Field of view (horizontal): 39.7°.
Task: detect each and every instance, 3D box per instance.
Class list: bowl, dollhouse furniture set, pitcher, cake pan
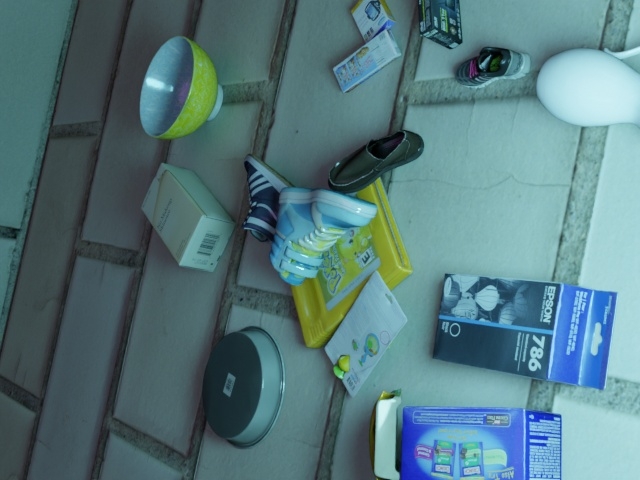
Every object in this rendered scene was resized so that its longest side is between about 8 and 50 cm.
[{"bbox_3d":[-0.366,-0.407,2.468,0.289,0.156,0.290,-19,64,47],"label":"bowl"},{"bbox_3d":[0.069,0.421,1.617,0.151,0.197,0.302,2,82,6],"label":"dollhouse furniture set"},{"bbox_3d":[0.474,-0.263,1.440,0.207,0.125,0.178,24,78,41],"label":"pitcher"},{"bbox_3d":[-0.193,0.347,2.115,0.293,0.054,0.293,-19,65,47],"label":"cake pan"}]

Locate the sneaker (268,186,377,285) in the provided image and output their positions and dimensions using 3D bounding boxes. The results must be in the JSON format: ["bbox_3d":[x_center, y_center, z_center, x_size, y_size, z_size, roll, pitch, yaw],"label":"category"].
[{"bbox_3d":[0.000,0.000,1.853,0.319,0.127,0.208,9,85,62],"label":"sneaker"}]

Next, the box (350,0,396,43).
[{"bbox_3d":[0.121,-0.501,2.003,0.081,0.028,0.136,-45,50,33],"label":"box"}]

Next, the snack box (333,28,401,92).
[{"bbox_3d":[0.102,-0.400,1.981,0.178,0.022,0.064,-29,82,43],"label":"snack box"}]

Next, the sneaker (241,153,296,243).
[{"bbox_3d":[-0.142,-0.096,2.118,0.153,0.099,0.282,-53,41,5],"label":"sneaker"}]

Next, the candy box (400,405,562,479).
[{"bbox_3d":[0.262,0.441,1.475,0.268,0.122,0.317,-10,71,48],"label":"candy box"}]

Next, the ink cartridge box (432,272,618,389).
[{"bbox_3d":[0.339,0.148,1.515,0.332,0.065,0.166,2,80,50],"label":"ink cartridge box"}]

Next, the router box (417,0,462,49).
[{"bbox_3d":[0.241,-0.459,1.790,0.038,0.092,0.123,-22,63,46],"label":"router box"}]

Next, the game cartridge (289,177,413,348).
[{"bbox_3d":[0.043,0.035,1.920,0.323,0.052,0.285,-42,49,34],"label":"game cartridge"}]

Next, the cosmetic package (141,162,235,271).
[{"bbox_3d":[-0.363,-0.066,2.400,0.309,0.113,0.160,45,114,46],"label":"cosmetic package"}]

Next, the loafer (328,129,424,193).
[{"bbox_3d":[0.103,-0.174,1.832,0.220,0.078,0.080,-28,56,16],"label":"loafer"}]

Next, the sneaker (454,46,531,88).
[{"bbox_3d":[0.312,-0.332,1.678,0.170,0.074,0.063,2,81,51],"label":"sneaker"}]

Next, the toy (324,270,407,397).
[{"bbox_3d":[0.103,0.192,1.797,0.237,0.056,0.137,-57,47,30],"label":"toy"}]
